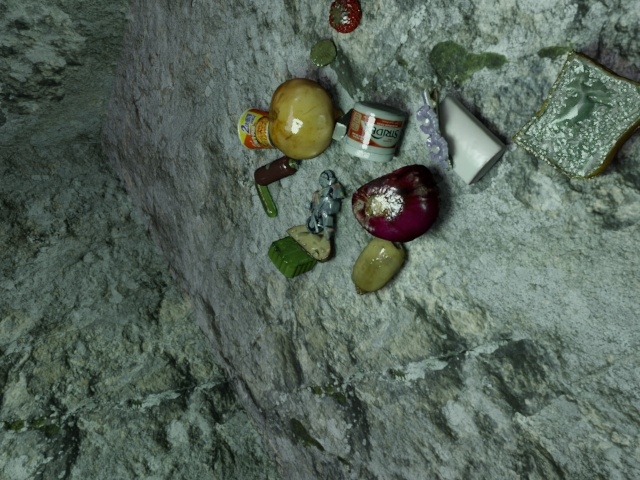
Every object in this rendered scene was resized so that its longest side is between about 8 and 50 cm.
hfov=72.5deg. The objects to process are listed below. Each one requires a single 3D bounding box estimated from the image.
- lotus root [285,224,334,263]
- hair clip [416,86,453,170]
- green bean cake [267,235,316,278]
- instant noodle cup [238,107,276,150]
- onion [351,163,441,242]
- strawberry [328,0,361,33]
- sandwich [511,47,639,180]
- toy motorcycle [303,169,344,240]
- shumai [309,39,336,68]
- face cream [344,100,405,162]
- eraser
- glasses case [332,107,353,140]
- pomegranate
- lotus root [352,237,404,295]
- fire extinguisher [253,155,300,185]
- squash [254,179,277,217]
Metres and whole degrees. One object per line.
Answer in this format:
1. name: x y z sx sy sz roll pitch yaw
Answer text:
1. lotus root: -0.031 -0.007 2.082 0.170 0.074 0.261 -44 63 6
2. hair clip: 0.392 -0.373 1.486 0.106 0.084 0.292 15 125 68
3. green bean cake: -0.135 0.072 2.152 0.200 0.214 0.113 47 134 25
4. instant noodle cup: -0.268 -0.538 2.134 0.174 0.213 0.213 14 111 32
5. onion: 0.295 -0.119 1.645 0.336 0.282 0.260 -25 86 32
6. strawberry: 0.094 -0.905 1.746 0.145 0.086 0.145 17 114 42
7. sandwich: 0.747 -0.343 1.251 0.271 0.099 0.301 44 127 27
8. toy motorcycle: 0.025 -0.162 1.986 0.173 0.108 0.307 22 102 40
9. shumai: 0.008 -0.791 1.874 0.099 0.123 0.087 56 176 -8
10. face cream: 0.208 -0.422 1.683 0.201 0.201 0.187 33 122 34
11. eraser: 0.485 -0.346 1.510 0.270 0.094 0.174 54 137 21
12. glasses case: 0.107 -0.471 1.770 0.047 0.205 0.071 24 127 6
13. pomegranate: -0.059 -0.519 1.875 0.338 0.338 0.338 14 111 41
14. lotus root: 0.227 0.116 1.849 0.169 0.151 0.343 50 128 24
15. fire extinguisher: -0.198 -0.375 2.167 0.344 0.102 0.138 -14 90 46
16. squash: -0.292 -0.226 2.330 0.066 0.066 0.229 -29 80 45
